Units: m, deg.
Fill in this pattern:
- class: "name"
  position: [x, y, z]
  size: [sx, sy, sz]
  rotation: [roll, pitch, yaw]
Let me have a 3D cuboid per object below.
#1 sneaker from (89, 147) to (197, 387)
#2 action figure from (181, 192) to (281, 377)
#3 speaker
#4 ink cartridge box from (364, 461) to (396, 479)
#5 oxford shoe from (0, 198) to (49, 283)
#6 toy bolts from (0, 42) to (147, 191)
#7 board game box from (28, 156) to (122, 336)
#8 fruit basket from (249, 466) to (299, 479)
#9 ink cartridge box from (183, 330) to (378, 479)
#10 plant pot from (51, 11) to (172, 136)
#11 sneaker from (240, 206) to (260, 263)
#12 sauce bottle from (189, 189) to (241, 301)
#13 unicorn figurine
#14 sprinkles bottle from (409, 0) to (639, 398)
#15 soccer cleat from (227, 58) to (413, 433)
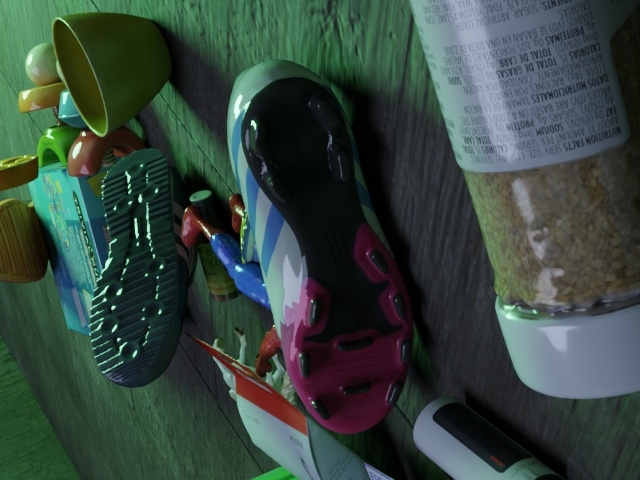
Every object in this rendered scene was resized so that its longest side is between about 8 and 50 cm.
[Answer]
- class: "sneaker"
  position: [-0.176, 0.046, 1.425]
  size: [0.131, 0.112, 0.319]
  rotation: [60, -158, -45]
- class: "action figure"
  position: [-0.038, 0.075, 1.262]
  size: [0.280, 0.091, 0.139]
  rotation: [41, 142, 49]
- class: "speaker"
  position: [0.132, 0.176, 1.012]
  size: [0.136, 0.055, 0.055]
  rotation: [35, 144, 53]
- class: "ink cartridge box"
  position: [0.131, 0.309, 1.172]
  size: [0.206, 0.045, 0.208]
  rotation: [17, 129, 63]
- class: "oxford shoe"
  position: [-0.492, 0.006, 1.983]
  size: [0.363, 0.132, 0.130]
  rotation: [-39, -64, -81]
- class: "toy bolts"
  position: [-0.341, -0.161, 1.602]
  size: [0.228, 0.218, 0.159]
  rotation: [1, 109, 47]
- class: "board game box"
  position: [-0.320, 0.012, 1.839]
  size: [0.336, 0.079, 0.254]
  rotation: [5, 110, 66]
- class: "fruit basket"
  position: [-0.052, 0.455, 1.486]
  size: [0.392, 0.283, 0.392]
  rotation: [32, 130, 47]
- class: "ink cartridge box"
  position: [-0.039, 0.194, 1.302]
  size: [0.232, 0.066, 0.189]
  rotation: [37, 170, -24]
- class: "plant pot"
  position: [-0.217, -0.190, 1.384]
  size: [0.134, 0.095, 0.134]
  rotation: [50, 153, 36]
- class: "sneaker"
  position: [-0.036, -0.038, 1.193]
  size: [0.053, 0.059, 0.144]
  rotation: [-92, 14, -50]
- class: "sauce bottle"
  position: [-0.119, 0.006, 1.441]
  size: [0.042, 0.042, 0.128]
  rotation: [30, 142, 56]
- class: "unicorn figurine"
  position: [-0.081, 0.155, 1.486]
  size: [0.162, 0.060, 0.111]
  rotation: [39, 146, 50]
- class: "sprinkles bottle"
  position: [0.113, -0.098, 0.666]
  size: [0.121, 0.121, 0.355]
  rotation: [15, 126, 64]
- class: "soccer cleat"
  position: [0.000, 0.000, 1.090]
  size: [0.143, 0.116, 0.331]
  rotation: [-122, 18, -65]
